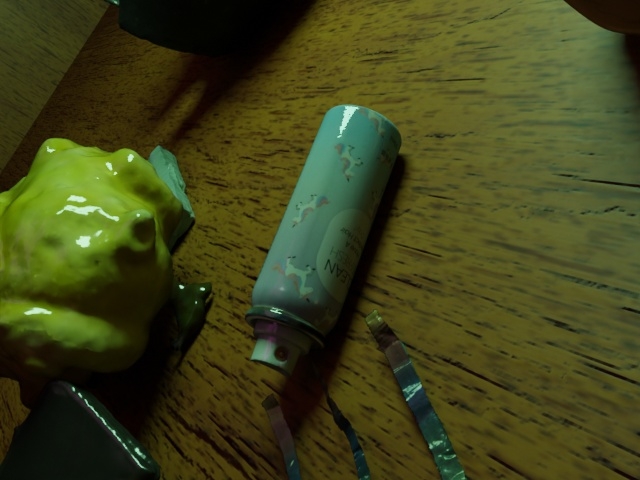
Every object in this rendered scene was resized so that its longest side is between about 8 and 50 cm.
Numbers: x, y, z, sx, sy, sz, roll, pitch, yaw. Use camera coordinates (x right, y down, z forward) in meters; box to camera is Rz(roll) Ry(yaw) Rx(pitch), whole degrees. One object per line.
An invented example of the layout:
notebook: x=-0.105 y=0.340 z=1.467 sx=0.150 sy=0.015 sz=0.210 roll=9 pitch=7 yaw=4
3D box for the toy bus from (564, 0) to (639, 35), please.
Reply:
toy bus: x=0.234 y=-0.254 z=0.437 sx=0.288 sy=0.194 sz=0.232 roll=-62 pitch=18 yaw=-10

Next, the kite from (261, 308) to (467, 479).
kite: x=0.046 y=0.192 z=0.418 sx=0.204 sy=0.022 sz=0.360 roll=-44 pitch=36 yaw=20

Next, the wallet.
wallet: x=-0.264 y=0.290 z=0.679 sx=0.165 sy=0.042 sz=0.310 roll=33 pitch=97 yaw=37

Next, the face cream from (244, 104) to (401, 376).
face cream: x=0.000 y=0.000 z=0.616 sx=0.075 sy=0.075 sz=0.230 roll=-8 pitch=55 yaw=52

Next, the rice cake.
rice cake: x=-0.232 y=-0.049 z=1.027 sx=0.127 sy=0.043 sz=0.237 roll=-51 pitch=31 yaw=8

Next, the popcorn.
popcorn: x=-0.289 y=0.037 z=0.801 sx=0.316 sy=0.281 sz=0.297 roll=-44 pitch=32 yaw=13

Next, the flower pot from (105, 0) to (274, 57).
flower pot: x=-0.176 y=-0.423 z=1.088 sx=0.379 sy=0.379 sz=0.251 roll=-116 pitch=43 yaw=-56
